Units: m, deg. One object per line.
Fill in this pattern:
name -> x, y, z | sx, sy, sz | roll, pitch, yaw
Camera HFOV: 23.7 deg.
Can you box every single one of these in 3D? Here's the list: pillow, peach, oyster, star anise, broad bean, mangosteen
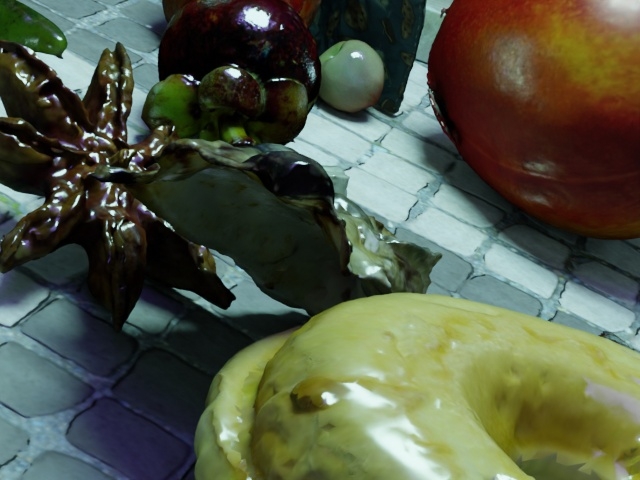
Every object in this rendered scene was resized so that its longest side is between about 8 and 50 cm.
pillow -> 0.020, -0.278, 1.765 | 0.034, 0.189, 0.255 | -26, 53, -39
peach -> 0.033, -0.183, 1.715 | 0.083, 0.083, 0.083 | 19, 25, -10
oyster -> 0.008, 0.006, 1.138 | 0.221, 0.096, 0.361 | 25, -8, 43
star anise -> -0.169, -0.048, 1.216 | 0.288, 0.088, 0.288 | 32, 36, -27
broad bean -> -0.336, -0.224, 1.514 | 0.195, 0.046, 0.061 | 19, 37, 2
peach -> 0.293, -0.169, 1.635 | 0.370, 0.370, 0.370 | 19, 25, -10
mangosteen -> -0.088, -0.159, 1.477 | 0.172, 0.172, 0.184 | 33, 46, 20

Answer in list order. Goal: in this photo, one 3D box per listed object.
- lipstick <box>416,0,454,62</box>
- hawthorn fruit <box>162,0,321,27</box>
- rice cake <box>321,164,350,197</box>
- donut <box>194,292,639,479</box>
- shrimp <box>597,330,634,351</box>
lipstick -> 0.274, -0.237, 2.030 | 0.371, 0.076, 0.080 | 18, 27, -12
hawthorn fruit -> -0.077, -0.306, 1.684 | 0.181, 0.235, 0.181 | 11, 33, -7
rice cake -> -0.082, -0.049, 1.376 | 0.256, 0.057, 0.052 | 4, 1, -30
donut -> 0.130, 0.189, 0.930 | 0.448, 0.198, 0.449 | 20, 26, -10
shrimp -> 0.259, 0.136, 1.300 | 0.074, 0.073, 0.190 | -24, 22, 1
